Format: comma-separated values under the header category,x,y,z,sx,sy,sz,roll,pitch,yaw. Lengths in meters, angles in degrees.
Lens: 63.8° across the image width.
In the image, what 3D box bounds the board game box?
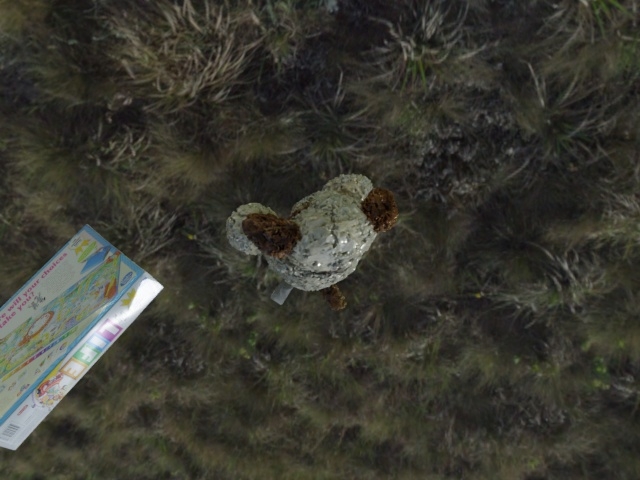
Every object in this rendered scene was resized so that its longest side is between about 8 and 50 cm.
category,x,y,z,sx,sy,sz,roll,pitch,yaw
board game box,-0.211,0.067,0.408,0.103,0.154,0.026,29,161,36

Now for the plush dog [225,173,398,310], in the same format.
category,x,y,z,sx,sy,sz,roll,pitch,yaw
plush dog,0.000,0.000,0.785,0.262,0.210,0.225,-18,170,-11
